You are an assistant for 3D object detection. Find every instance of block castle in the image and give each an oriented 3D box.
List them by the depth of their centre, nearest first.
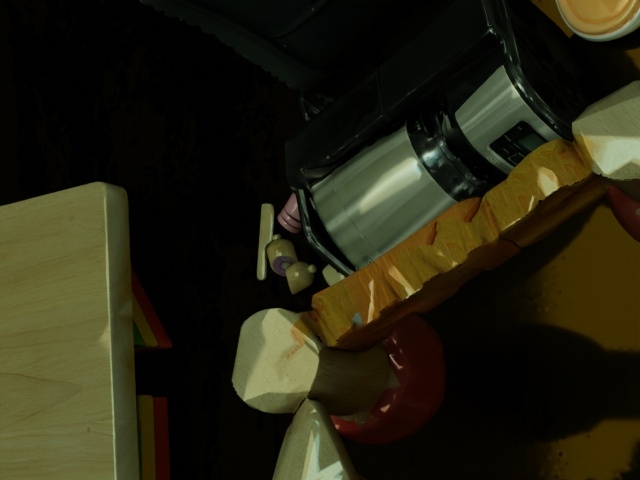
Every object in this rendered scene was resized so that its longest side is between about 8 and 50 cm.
[{"bbox_3d":[0.180,0.174,0.746,0.303,0.213,0.453,-34,71,16],"label":"block castle"}]

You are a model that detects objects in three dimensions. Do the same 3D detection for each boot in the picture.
[{"bbox_3d":[-0.018,-0.220,0.930,0.207,0.246,0.094,-39,39,29],"label":"boot"}]

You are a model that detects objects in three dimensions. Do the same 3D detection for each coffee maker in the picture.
[{"bbox_3d":[0.068,-0.080,0.913,0.178,0.120,0.171,-38,62,27],"label":"coffee maker"}]

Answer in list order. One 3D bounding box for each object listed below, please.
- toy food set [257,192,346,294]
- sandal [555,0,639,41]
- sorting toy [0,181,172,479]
[{"bbox_3d":[0.000,0.000,1.016,0.122,0.019,0.078,0,84,37],"label":"toy food set"},{"bbox_3d":[0.161,-0.257,0.893,0.102,0.076,0.265,-12,77,35],"label":"sandal"},{"bbox_3d":[-0.220,0.106,1.126,0.257,0.089,0.256,-11,77,36],"label":"sorting toy"}]
